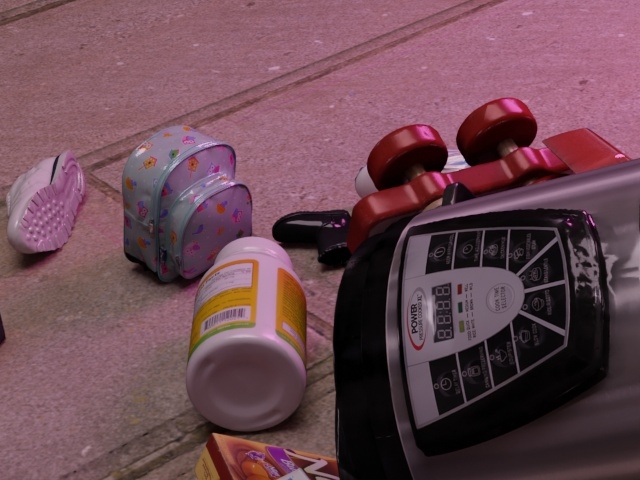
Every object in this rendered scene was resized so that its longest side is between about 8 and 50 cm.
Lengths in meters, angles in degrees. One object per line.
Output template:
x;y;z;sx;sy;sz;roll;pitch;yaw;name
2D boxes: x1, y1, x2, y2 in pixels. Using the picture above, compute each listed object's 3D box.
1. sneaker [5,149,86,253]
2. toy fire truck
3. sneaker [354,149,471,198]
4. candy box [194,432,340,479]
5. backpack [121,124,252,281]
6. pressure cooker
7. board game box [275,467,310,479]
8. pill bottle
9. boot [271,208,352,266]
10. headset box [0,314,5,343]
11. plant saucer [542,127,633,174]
-0.412;-0.045;2.052;0.095;0.090;0.235;-12;25;14;sneaker
0.175;-0.016;1.751;0.302;0.254;0.169;-17;56;-18;toy fire truck
0.165;-0.085;2.009;0.237;0.085;0.086;-3;26;6;sneaker
-0.022;0.257;1.421;0.187;0.053;0.109;18;20;-29;candy box
-0.180;-0.053;1.910;0.144;0.188;0.166;24;41;39;backpack
0.203;0.135;1.339;0.420;0.375;0.370;-13;13;28;pressure cooker
-0.083;0.351;1.154;0.302;0.086;0.308;-25;27;-13;board game box
-0.084;0.100;1.691;0.136;0.136;0.245;-4;31;2;pill bottle
0.000;0.001;1.936;0.121;0.045;0.099;-8;34;-7;boot
-0.556;0.122;1.734;0.246;0.131;0.283;4;32;16;headset box
0.376;-0.036;1.562;0.259;0.047;0.258;35;10;-7;plant saucer
